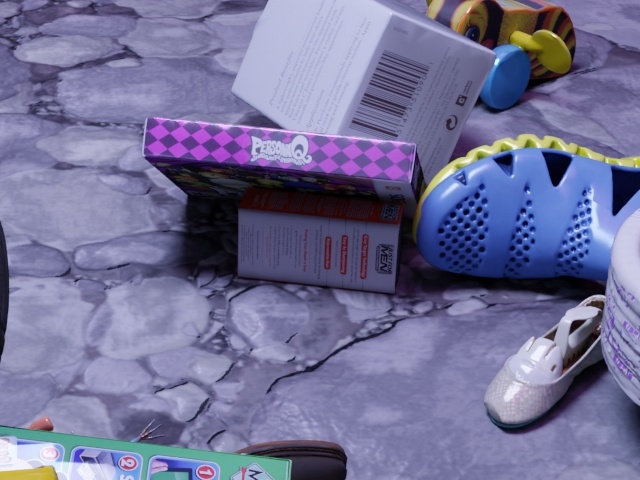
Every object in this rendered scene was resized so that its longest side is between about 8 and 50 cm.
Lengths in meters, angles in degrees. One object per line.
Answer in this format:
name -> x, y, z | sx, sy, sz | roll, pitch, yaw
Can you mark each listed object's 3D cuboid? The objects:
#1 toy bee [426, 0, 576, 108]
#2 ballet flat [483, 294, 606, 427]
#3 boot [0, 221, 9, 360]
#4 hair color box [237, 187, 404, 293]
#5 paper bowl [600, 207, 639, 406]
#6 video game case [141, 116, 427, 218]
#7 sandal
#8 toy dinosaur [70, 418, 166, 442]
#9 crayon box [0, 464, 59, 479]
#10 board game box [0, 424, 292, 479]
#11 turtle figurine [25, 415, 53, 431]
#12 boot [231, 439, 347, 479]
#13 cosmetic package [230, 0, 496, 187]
toy bee -> 0.178, -0.221, 1.759 | 0.195, 0.162, 0.298 | 16, 32, 20
ballet flat -> 0.183, 0.090, 1.306 | 0.057, 0.052, 0.168 | 21, 34, 30
boot -> -0.361, 0.115, 1.004 | 0.284, 0.138, 0.377 | -11, 47, 24
hair color box -> 0.000, 0.000, 1.437 | 0.141, 0.072, 0.043 | 7, 30, 7
paper bowl -> 0.355, 0.078, 1.242 | 0.284, 0.148, 0.284 | 1, 30, -1
video game case -> -0.025, -0.062, 1.467 | 0.232, 0.042, 0.210 | 6, -7, 6
sandal -> 0.239, -0.013, 1.434 | 0.317, 0.126, 0.138 | -4, 34, -9
toy dinosaur -> -0.143, 0.168, 1.158 | 0.082, 0.047, 0.090 | 25, 45, 18
crayon box -> -0.121, 0.314, 0.558 | 0.106, 0.363, 0.313 | -4, 29, -11
board game box -> -0.129, 0.243, 0.925 | 0.213, 0.046, 0.317 | 8, 40, -5
turtle figurine -> -0.290, 0.174, 1.082 | 0.269, 0.087, 0.217 | -6, 32, -22
boot -> -0.059, 0.205, 1.081 | 0.219, 0.082, 0.106 | -15, 52, -28
cosmetic package -> 0.040, -0.164, 1.607 | 0.151, 0.151, 0.183 | 14, 16, -41
